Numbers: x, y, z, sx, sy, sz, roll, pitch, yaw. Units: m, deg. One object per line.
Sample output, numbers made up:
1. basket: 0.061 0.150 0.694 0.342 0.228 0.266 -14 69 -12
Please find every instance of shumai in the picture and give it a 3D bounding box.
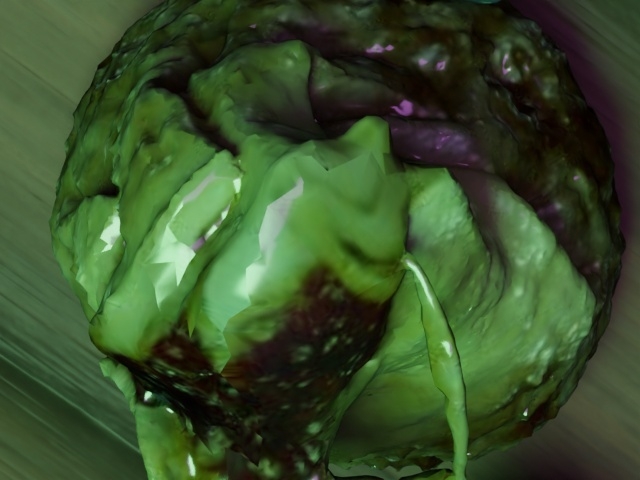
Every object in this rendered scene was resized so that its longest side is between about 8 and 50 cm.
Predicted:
1. shumai: 0.000 0.000 0.811 0.395 0.348 0.395 1 98 7

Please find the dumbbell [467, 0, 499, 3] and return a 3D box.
1. dumbbell: -0.019 -0.239 0.830 0.316 0.156 0.143 10 117 14
